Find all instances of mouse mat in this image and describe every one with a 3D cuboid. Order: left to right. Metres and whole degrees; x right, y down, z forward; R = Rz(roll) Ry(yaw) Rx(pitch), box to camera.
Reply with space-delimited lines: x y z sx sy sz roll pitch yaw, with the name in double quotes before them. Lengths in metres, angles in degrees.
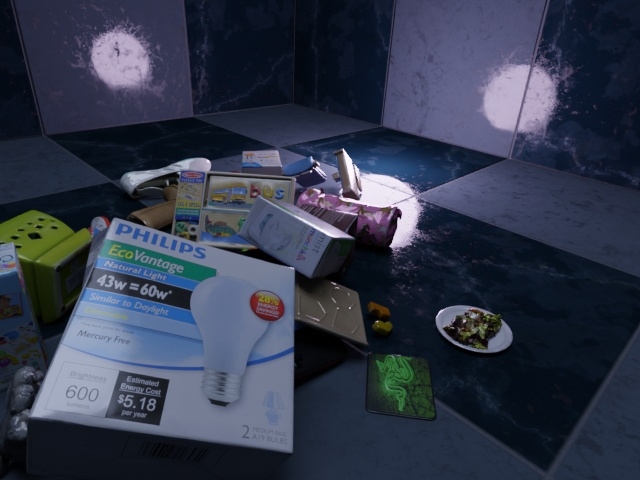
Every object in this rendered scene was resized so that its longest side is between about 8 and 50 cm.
"mouse mat" 0.181 0.327 1.021 0.152 0.007 0.190 5 27 5

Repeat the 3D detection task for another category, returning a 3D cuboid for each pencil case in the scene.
"pencil case" 0.099 -0.086 1.645 0.386 0.167 0.160 16 13 22

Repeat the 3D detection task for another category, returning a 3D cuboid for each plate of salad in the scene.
"plate of salad" 0.412 0.226 1.195 0.199 0.048 0.200 3 28 -2

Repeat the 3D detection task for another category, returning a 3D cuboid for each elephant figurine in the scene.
"elephant figurine" -0.442 0.319 0.829 0.239 0.186 0.170 14 53 -39

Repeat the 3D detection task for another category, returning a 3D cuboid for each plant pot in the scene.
"plant pot" -0.741 0.076 1.187 0.207 0.227 0.228 13 27 4

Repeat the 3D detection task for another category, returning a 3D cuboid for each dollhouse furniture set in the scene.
"dollhouse furniture set" 0.014 -0.237 2.022 0.303 0.198 0.286 -15 -17 17

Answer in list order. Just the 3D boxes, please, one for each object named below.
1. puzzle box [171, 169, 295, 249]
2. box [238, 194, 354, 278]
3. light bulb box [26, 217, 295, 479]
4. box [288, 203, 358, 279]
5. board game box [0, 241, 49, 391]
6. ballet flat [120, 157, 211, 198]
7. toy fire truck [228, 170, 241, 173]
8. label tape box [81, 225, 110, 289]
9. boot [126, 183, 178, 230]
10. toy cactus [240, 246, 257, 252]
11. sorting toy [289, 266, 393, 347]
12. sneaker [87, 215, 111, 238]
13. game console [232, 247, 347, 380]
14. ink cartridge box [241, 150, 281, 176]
"puzzle box" -0.297 -0.101 1.545 0.408 0.272 0.052 3 -13 1
"box" -0.056 -0.006 1.224 0.231 0.127 0.262 29 7 16
"light bulb box" -0.243 0.200 0.774 0.357 0.225 0.361 17 42 -20
"box" 0.000 0.000 1.456 0.203 0.169 0.167 12 27 15
"board game box" -0.692 0.167 0.946 0.144 0.275 0.142 -14 32 -31
"ballet flat" -0.662 -0.260 1.966 0.400 0.139 0.139 -17 33 -26
"toy fire truck" -0.327 -0.106 1.674 0.302 0.169 0.254 25 58 36
"label tape box" -0.482 0.073 1.187 0.106 0.240 0.334 -41 34 3
"boot" -0.625 -0.126 1.727 0.236 0.089 0.269 20 33 31
"toy cactus" -0.279 0.074 1.390 0.219 0.112 0.180 -21 17 -34
"sorting toy" 0.054 0.186 1.147 0.307 0.041 0.229 24 25 -18
"sneaker" -0.756 -0.001 1.466 0.145 0.090 0.270 -16 36 -37
"game console" -0.162 0.178 1.073 0.341 0.060 0.387 -15 53 -35
"ink cartridge box" -0.263 -0.289 1.989 0.171 0.168 0.233 -2 27 -8
